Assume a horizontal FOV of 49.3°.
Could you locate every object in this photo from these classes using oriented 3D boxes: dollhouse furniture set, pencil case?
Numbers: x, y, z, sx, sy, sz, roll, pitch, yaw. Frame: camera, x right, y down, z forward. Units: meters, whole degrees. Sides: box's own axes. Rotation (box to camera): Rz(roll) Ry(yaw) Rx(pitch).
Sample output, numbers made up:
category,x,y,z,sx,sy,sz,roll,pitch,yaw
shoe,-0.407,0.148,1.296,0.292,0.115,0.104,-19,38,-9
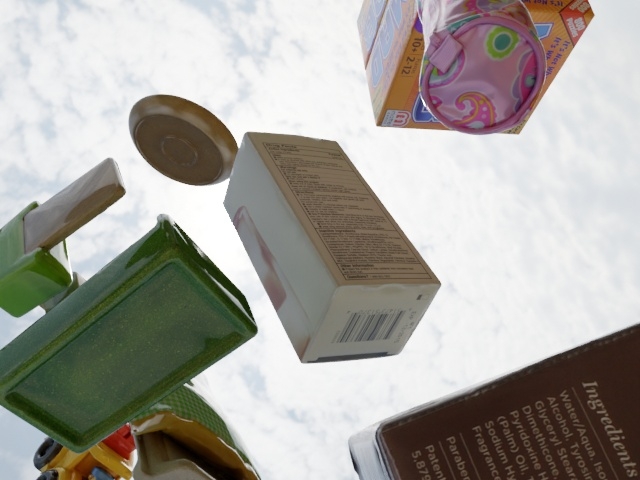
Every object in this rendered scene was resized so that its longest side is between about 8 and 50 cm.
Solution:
category,x,y,z,sx,sy,sz,roll,pitch,yaw
dollhouse furniture set,-0.108,0.092,0.579,0.301,0.151,0.197,53,180,-38
pencil case,0.157,-0.221,0.733,0.124,0.124,0.284,35,-148,-19

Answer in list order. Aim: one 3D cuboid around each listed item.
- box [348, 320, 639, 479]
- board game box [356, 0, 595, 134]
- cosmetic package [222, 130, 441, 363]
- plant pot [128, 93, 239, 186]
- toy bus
category,x,y,z,sx,sy,sz,roll,pitch,yaw
box,0.140,0.149,0.379,0.203,0.168,0.167,-19,-106,-8
board game box,0.311,-0.492,1.546,0.357,0.356,0.356,2,-123,-12
cosmetic package,0.000,0.000,0.877,0.153,0.129,0.296,1,-140,-30
plant pot,-0.273,-0.184,1.365,0.236,0.236,0.032,35,-129,-19
toy bus,-0.416,0.421,1.311,0.149,0.211,0.220,50,-175,-27
